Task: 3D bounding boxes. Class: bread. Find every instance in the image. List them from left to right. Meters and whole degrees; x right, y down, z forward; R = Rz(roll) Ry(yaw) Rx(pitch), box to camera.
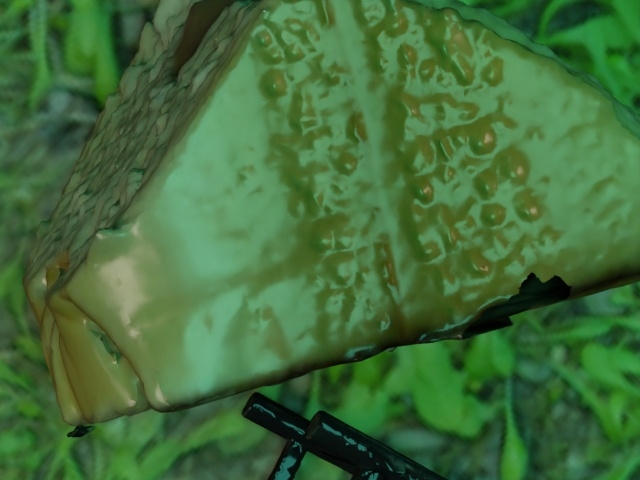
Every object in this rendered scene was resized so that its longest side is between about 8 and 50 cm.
[{"bbox_3d":[0.006,0.011,0.639,0.224,0.183,0.211,36,82,-10],"label":"bread"}]

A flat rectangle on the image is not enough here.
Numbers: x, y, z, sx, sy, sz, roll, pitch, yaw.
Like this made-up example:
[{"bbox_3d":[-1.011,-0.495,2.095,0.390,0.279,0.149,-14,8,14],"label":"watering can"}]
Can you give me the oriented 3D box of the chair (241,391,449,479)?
[{"bbox_3d":[0.065,0.184,0.681,0.260,0.141,0.154,29,83,-11],"label":"chair"}]
